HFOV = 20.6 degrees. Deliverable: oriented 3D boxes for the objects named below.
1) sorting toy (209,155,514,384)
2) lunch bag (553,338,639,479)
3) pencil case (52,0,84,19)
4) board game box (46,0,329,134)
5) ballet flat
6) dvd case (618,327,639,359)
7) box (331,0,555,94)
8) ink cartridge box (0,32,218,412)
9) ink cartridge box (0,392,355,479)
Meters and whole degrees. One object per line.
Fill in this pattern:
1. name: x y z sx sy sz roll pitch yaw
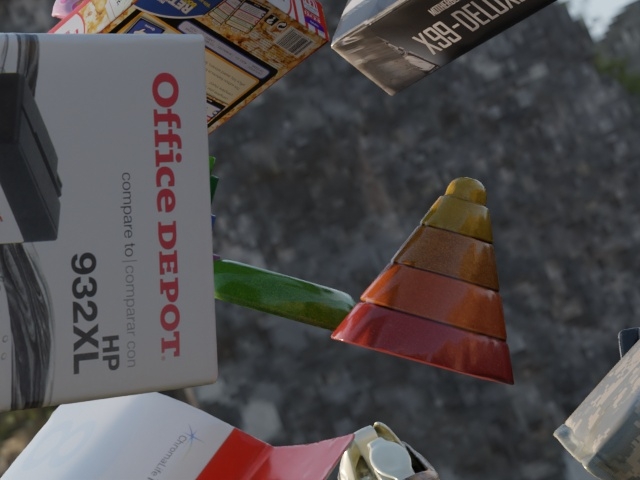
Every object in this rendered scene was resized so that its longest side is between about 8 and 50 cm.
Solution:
1. sorting toy: 0.000 0.000 1.218 0.127 0.126 0.365 17 -1 -42
2. lunch bag: 0.372 0.178 1.403 0.235 0.287 0.169 -47 6 1
3. pencil case: -0.243 -0.388 2.107 0.124 0.284 0.124 9 -1 0
4. board game box: -0.113 -0.142 1.329 0.193 0.045 0.146 -35 -44 27
5. ballet flat: 0.079 0.260 1.956 0.107 0.106 0.316 -31 11 -12
6. dvd case: 0.381 0.199 1.859 0.029 0.179 0.238 -14 -19 30
7. box: 0.148 -0.290 1.429 0.242 0.076 0.307 -26 35 47
8. ink cartridge box: -0.223 -0.011 1.047 0.307 0.223 0.129 -4 5 -34
9. ink cartridge box: -0.183 0.252 1.429 0.385 0.091 0.308 -15 31 54
